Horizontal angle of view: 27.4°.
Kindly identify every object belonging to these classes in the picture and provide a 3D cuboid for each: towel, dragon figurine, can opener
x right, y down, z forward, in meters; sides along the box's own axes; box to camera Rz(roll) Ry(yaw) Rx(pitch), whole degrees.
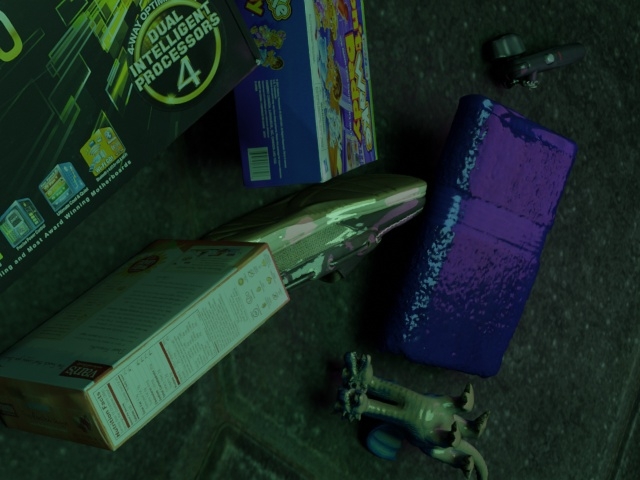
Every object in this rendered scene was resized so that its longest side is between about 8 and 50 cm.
[{"bbox_3d":[0.176,-0.002,1.517,0.228,0.076,0.308,18,91,-48],"label":"towel"},{"bbox_3d":[0.107,0.208,1.487,0.289,0.144,0.085,54,51,-56],"label":"dragon figurine"},{"bbox_3d":[0.285,-0.233,1.680,0.186,0.059,0.073,-14,100,-45],"label":"can opener"}]

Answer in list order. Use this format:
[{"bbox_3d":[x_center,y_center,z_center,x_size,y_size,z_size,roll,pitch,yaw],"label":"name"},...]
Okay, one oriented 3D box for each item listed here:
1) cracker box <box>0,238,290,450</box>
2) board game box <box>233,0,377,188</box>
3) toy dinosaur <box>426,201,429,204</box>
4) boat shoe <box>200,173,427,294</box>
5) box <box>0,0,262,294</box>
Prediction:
[{"bbox_3d":[-0.160,0.084,1.155,0.232,0.156,0.067,-39,118,-38],"label":"cracker box"},{"bbox_3d":[-0.021,-0.237,1.276,0.233,0.078,0.347,-32,117,-73],"label":"board game box"},{"bbox_3d":[0.171,-0.051,1.559,0.082,0.090,0.047,-34,117,7],"label":"toy dinosaur"},{"bbox_3d":[0.000,0.000,1.366,0.285,0.103,0.092,-22,112,-40],"label":"boat shoe"},{"bbox_3d":[-0.261,-0.151,1.011,0.395,0.097,0.318,-43,128,-21],"label":"box"}]
